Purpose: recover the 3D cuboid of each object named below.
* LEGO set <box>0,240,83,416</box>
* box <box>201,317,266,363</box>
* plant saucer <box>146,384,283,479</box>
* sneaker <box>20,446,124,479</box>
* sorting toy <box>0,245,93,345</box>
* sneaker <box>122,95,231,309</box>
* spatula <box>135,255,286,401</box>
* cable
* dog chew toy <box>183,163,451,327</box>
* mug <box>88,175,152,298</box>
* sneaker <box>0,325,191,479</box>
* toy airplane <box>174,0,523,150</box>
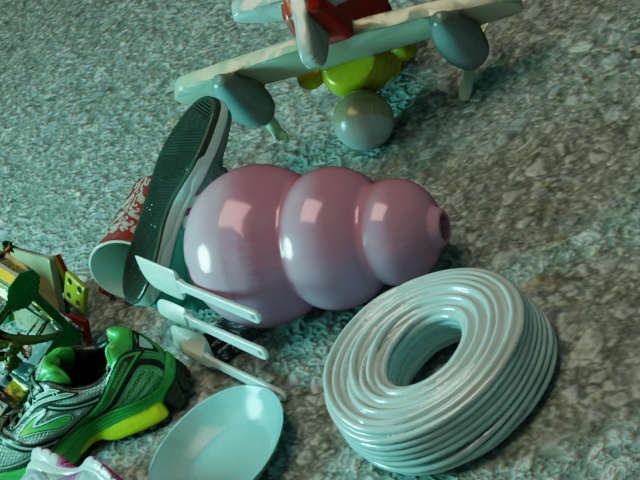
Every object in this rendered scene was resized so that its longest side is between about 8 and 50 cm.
[{"bbox_3d":[-0.506,0.147,2.124,0.192,0.255,0.331,27,84,29],"label":"LEGO set"},{"bbox_3d":[-0.111,0.118,2.008,0.083,0.018,0.067,-40,31,-4],"label":"box"},{"bbox_3d":[-0.117,0.257,1.816,0.195,0.037,0.195,-27,32,18],"label":"plant saucer"},{"bbox_3d":[-0.293,0.328,1.856,0.252,0.103,0.111,-3,49,52],"label":"sneaker"},{"bbox_3d":[-0.402,0.074,2.270,0.046,0.132,0.274,-23,23,-38],"label":"sorting toy"},{"bbox_3d":[-0.136,-0.034,2.077,0.124,0.178,0.295,29,99,56],"label":"sneaker"},{"bbox_3d":[-0.131,0.113,1.908,0.019,0.168,0.242,-35,35,-30],"label":"spatula"},{"bbox_3d":[0.126,0.136,1.676,0.257,0.089,0.257,-38,31,0],"label":"cable"},{"bbox_3d":[0.000,0.000,1.890,0.332,0.206,0.206,-5,43,27],"label":"dog chew toy"},{"bbox_3d":[-0.273,-0.005,2.250,0.150,0.113,0.169,-17,34,28],"label":"mug"},{"bbox_3d":[-0.344,0.208,2.007,0.343,0.146,0.134,-30,32,17],"label":"sneaker"},{"bbox_3d":[0.035,-0.255,2.108,0.384,0.272,0.386,-17,6,-29],"label":"toy airplane"}]
